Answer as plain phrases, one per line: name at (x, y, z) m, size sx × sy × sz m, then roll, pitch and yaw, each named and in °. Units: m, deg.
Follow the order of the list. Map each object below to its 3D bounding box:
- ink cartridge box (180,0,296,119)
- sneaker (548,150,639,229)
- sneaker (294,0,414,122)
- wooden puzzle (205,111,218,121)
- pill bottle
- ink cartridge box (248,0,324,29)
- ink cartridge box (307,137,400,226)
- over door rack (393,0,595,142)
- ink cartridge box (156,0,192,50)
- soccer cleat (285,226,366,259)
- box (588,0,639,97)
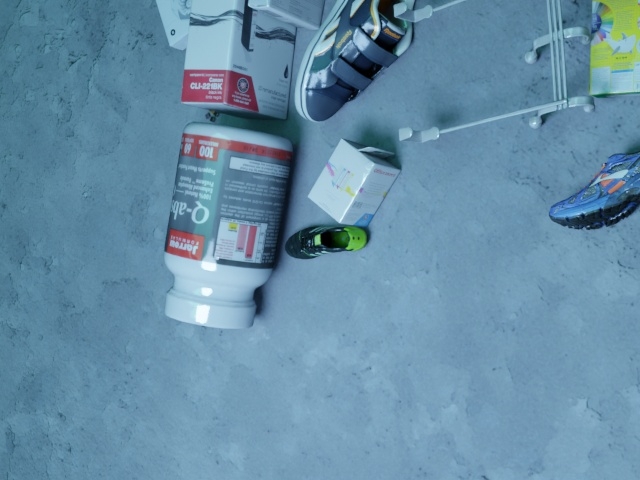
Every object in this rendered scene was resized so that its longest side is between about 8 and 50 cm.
ink cartridge box at (-0.147, -0.377, 1.784) m, size 0.114 × 0.197 × 0.273 m, roll 6°, pitch 91°, yaw 33°
sneaker at (0.449, -0.084, 1.437) m, size 0.221 × 0.083 × 0.087 m, roll -26°, pitch 59°, yaw 25°
sneaker at (0.069, -0.345, 1.677) m, size 0.127 × 0.126 × 0.321 m, roll 35°, pitch 105°, yaw 37°
wooden puzzle at (-0.216, -0.286, 1.942) m, size 0.049 × 0.006 × 0.083 m, roll 44°, pitch 111°, yaw 29°
pill bottle at (-0.180, -0.028, 1.778) m, size 0.210 × 0.210 × 0.363 m, roll 11°, pitch 93°, yaw 35°
ink cartridge box at (-0.047, -0.516, 1.734) m, size 0.056 × 0.181 × 0.225 m, roll 10°, pitch 93°, yaw 31°
ink cartridge box at (0.065, -0.109, 1.686) m, size 0.090 × 0.092 × 0.143 m, roll 40°, pitch 108°, yaw 30°
over door rack at (0.283, -0.298, 1.535) m, size 0.324 × 0.108 × 0.239 m, roll -7°, pitch 82°, yaw 34°
ink cartridge box at (-0.254, -0.545, 1.961) m, size 0.224 × 0.045 × 0.223 m, roll -29°, pitch 71°, yaw 30°
soccer cleat at (0.000, 0.000, 1.734) m, size 0.179 × 0.072 × 0.060 m, roll -7°, pitch 83°, yaw 34°
box at (0.469, -0.312, 1.449) m, size 0.105 × 0.043 × 0.179 m, roll 2°, pitch 91°, yaw 35°
